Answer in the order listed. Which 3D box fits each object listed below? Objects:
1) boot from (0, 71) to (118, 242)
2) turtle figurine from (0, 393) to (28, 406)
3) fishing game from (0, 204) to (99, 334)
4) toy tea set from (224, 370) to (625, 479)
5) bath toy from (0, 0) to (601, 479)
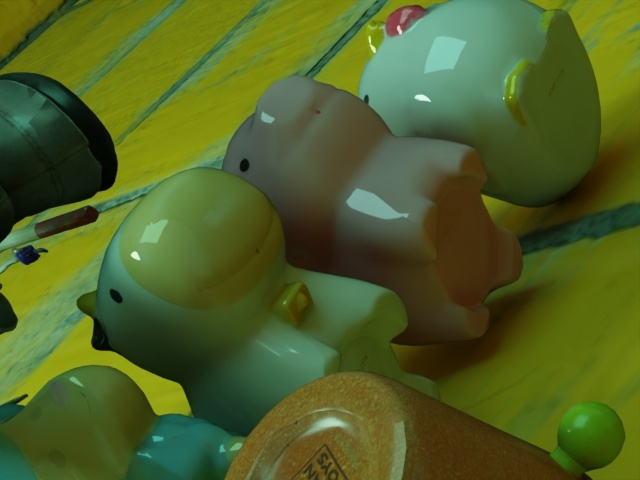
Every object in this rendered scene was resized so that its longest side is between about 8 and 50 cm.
[{"bbox_3d":[-0.162,0.008,0.741,0.223,0.118,0.338,-36,28,-27],"label":"boot"},{"bbox_3d":[-0.187,0.162,0.859,0.234,0.118,0.175,-40,9,-21],"label":"turtle figurine"},{"bbox_3d":[-0.212,0.078,0.864,0.189,0.041,0.264,-15,33,50],"label":"fishing game"},{"bbox_3d":[-0.038,0.171,0.578,0.336,0.124,0.200,-26,44,33],"label":"toy tea set"},{"bbox_3d":[0.000,0.000,0.843,0.129,0.151,0.348,-4,32,37],"label":"bath toy"}]
